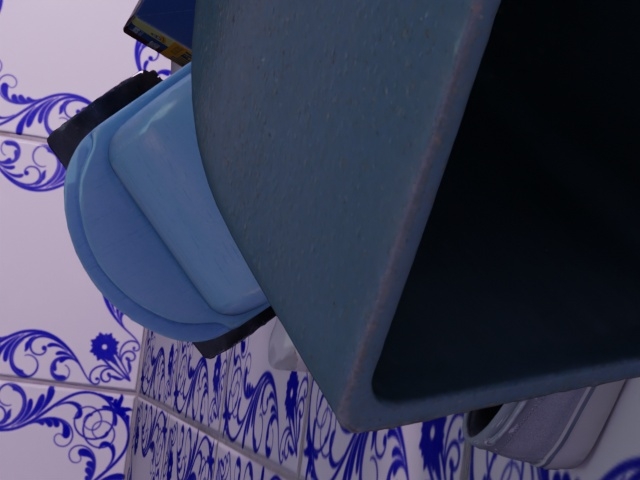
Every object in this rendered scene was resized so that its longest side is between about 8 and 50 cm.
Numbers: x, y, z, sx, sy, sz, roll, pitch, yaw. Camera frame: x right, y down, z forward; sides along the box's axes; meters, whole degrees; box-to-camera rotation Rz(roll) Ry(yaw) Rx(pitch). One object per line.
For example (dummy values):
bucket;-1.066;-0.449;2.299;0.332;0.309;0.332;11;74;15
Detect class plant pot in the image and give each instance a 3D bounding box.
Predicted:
plant pot;0.072;-0.106;0.603;0.252;0.247;0.248;47;132;41

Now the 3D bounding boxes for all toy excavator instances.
toy excavator;0.012;-0.081;0.942;0.222;0.433;0.445;56;-177;-6

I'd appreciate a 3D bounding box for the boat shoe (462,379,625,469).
boat shoe;0.136;0.034;0.783;0.079;0.081;0.227;-104;26;-58

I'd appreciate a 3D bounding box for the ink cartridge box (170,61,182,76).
ink cartridge box;-0.080;-0.168;1.575;0.171;0.168;0.232;-178;90;-78

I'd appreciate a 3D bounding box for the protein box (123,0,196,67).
protein box;-0.060;-0.251;1.402;0.201;0.200;0.136;-61;13;-4

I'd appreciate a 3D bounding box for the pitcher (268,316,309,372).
pitcher;0.000;0.000;1.327;0.178;0.125;0.207;-74;-14;-71
